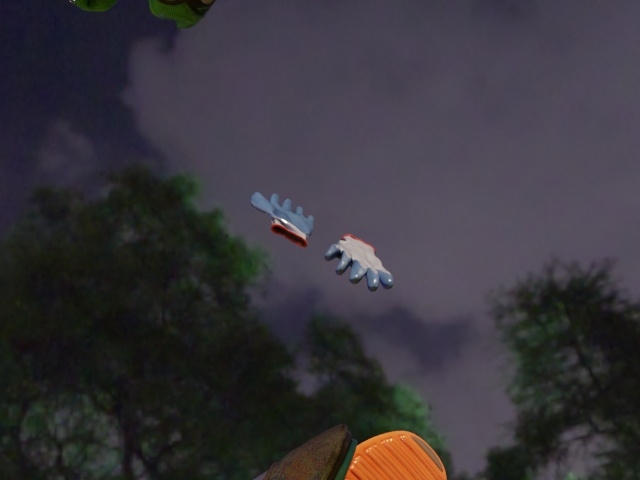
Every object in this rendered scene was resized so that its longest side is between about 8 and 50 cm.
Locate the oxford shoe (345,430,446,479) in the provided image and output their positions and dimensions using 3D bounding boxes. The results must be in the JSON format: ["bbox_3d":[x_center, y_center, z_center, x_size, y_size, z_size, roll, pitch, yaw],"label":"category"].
[{"bbox_3d":[0.025,0.343,1.287,0.363,0.130,0.133,-30,-14,-50],"label":"oxford shoe"}]

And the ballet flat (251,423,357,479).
[{"bbox_3d":[-0.074,0.312,1.008,0.123,0.123,0.349,13,-74,-24],"label":"ballet flat"}]

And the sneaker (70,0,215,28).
[{"bbox_3d":[-0.231,-0.290,0.964,0.146,0.343,0.134,-69,-19,7],"label":"sneaker"}]

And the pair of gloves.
[{"bbox_3d":[0.000,0.000,1.355,0.198,0.159,0.023,28,-77,-8],"label":"pair of gloves"}]
